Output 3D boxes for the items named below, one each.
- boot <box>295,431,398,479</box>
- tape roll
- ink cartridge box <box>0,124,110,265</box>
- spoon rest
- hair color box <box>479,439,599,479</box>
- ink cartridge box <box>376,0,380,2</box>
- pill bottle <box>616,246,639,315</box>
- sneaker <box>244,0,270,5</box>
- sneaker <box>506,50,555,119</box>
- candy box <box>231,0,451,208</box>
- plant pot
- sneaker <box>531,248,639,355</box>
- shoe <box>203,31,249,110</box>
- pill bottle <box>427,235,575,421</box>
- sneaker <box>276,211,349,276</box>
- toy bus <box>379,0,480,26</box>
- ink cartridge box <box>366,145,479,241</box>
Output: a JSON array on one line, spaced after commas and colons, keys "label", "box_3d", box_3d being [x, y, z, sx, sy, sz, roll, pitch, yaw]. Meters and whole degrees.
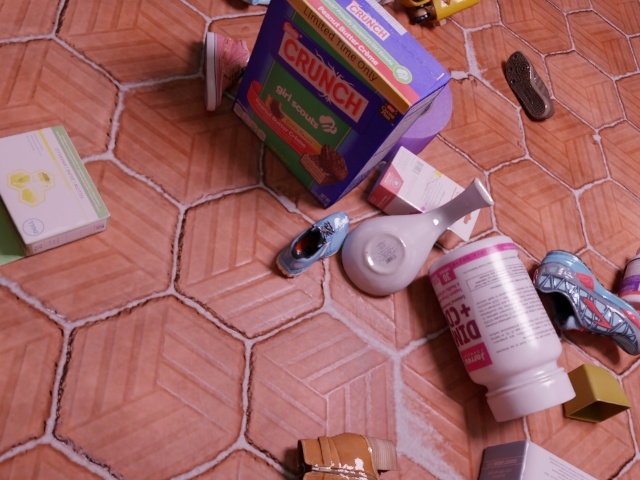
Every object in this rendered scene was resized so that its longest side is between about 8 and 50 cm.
[{"label": "boot", "box_3d": [0.039, 0.370, 0.772, 0.152, 0.073, 0.197, 10, 50, -21]}, {"label": "tape roll", "box_3d": [0.131, -0.301, 1.140, 0.275, 0.090, 0.275, 10, 62, -19]}, {"label": "ink cartridge box", "box_3d": [-0.447, -0.055, 0.780, 0.235, 0.056, 0.171, -24, 77, -34]}, {"label": "spoon rest", "box_3d": [0.167, -0.008, 0.973, 0.276, 0.084, 0.137, -31, 84, 1]}, {"label": "hair color box", "box_3d": [0.305, 0.509, 0.793, 0.185, 0.113, 0.374, 30, 56, -7]}, {"label": "ink cartridge box", "box_3d": [0.115, -0.623, 1.310, 0.150, 0.063, 0.109, -34, 82, -33]}, {"label": "pill bottle", "box_3d": [0.700, 0.096, 1.181, 0.108, 0.108, 0.193, 39, 56, -1]}, {"label": "sneaker", "box_3d": [-0.163, -0.561, 1.113, 0.366, 0.135, 0.150, 9, 59, -19]}, {"label": "sneaker", "box_3d": [0.524, -0.383, 1.383, 0.071, 0.066, 0.188, -3, 71, -44]}, {"label": "candy box", "box_3d": [0.013, -0.241, 0.919, 0.268, 0.317, 0.122, 46, 56, 3]}, {"label": "plant pot", "box_3d": [0.499, 0.276, 1.021, 0.081, 0.081, 0.083, 14, 48, -17]}, {"label": "sneaker", "box_3d": [0.521, 0.147, 1.100, 0.262, 0.104, 0.125, 44, 73, 6]}, {"label": "shoe", "box_3d": [-0.172, -0.311, 1.023, 0.081, 0.063, 0.178, 4, 59, -17]}, {"label": "pill bottle", "box_3d": [0.307, 0.149, 0.948, 0.160, 0.160, 0.283, -10, 69, -28]}, {"label": "sneaker", "box_3d": [0.000, 0.000, 0.937, 0.063, 0.073, 0.162, 46, 56, 4]}, {"label": "toy bus", "box_3d": [0.279, -0.571, 1.329, 0.191, 0.202, 0.104, -42, 117, -41]}, {"label": "ink cartridge box", "box_3d": [0.203, -0.076, 1.071, 0.198, 0.067, 0.115, 34, 57, -3]}]
